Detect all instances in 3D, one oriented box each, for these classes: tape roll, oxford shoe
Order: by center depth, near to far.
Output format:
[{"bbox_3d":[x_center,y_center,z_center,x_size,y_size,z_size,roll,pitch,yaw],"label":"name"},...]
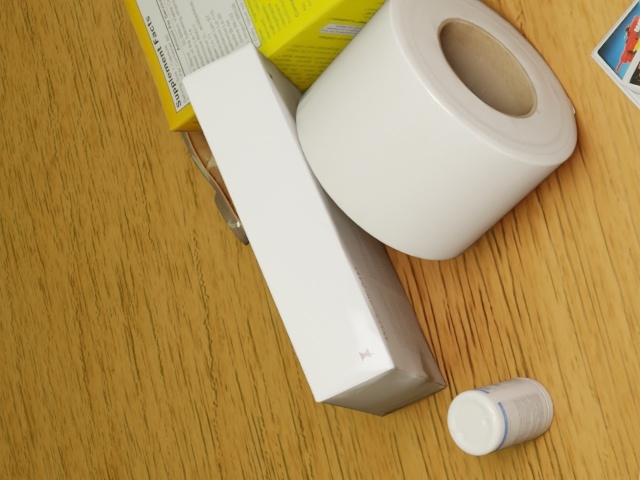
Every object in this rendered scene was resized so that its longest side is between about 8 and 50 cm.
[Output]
[{"bbox_3d":[0.120,-0.125,1.413,0.169,0.246,0.246,-46,64,36],"label":"tape roll"},{"bbox_3d":[-0.116,-0.094,1.769,0.076,0.076,0.212,-36,64,7],"label":"oxford shoe"}]

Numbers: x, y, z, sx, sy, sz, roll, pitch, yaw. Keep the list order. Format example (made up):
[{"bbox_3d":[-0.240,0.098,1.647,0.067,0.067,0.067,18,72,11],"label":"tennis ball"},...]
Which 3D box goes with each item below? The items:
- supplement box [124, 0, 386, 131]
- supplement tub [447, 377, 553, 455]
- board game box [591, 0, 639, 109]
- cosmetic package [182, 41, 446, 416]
[{"bbox_3d":[-0.030,-0.289,1.571,0.356,0.195,0.194,-32,73,39],"label":"supplement box"},{"bbox_3d":[0.193,0.188,1.468,0.071,0.107,0.071,4,97,43],"label":"supplement tub"},{"bbox_3d":[0.412,-0.220,1.263,0.193,0.053,0.305,54,126,24],"label":"board game box"},{"bbox_3d":[0.000,0.000,1.506,0.097,0.284,0.377,-26,74,8],"label":"cosmetic package"}]
